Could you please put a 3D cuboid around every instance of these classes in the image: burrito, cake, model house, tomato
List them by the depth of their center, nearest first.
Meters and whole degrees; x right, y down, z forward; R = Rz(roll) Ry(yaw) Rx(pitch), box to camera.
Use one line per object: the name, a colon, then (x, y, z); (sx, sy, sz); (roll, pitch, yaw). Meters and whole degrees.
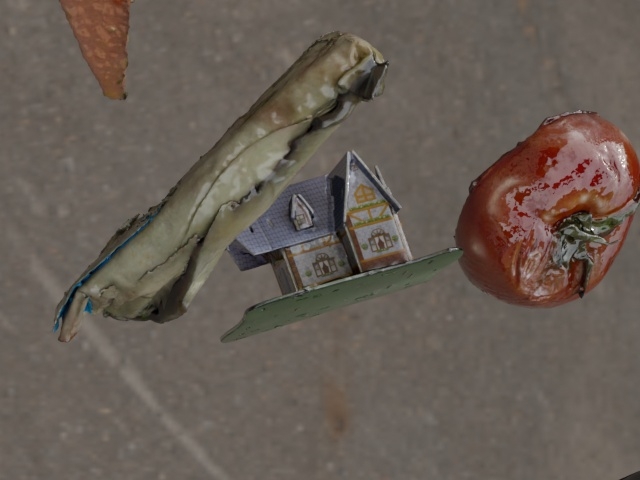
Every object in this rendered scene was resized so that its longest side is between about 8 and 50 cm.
burrito: (-0.038, -0.018, 0.664); (0.042, 0.171, 0.051); (44, 14, 4)
cake: (-0.148, -0.200, 1.016); (0.225, 0.090, 0.109); (97, -10, -46)
model house: (0.000, 0.000, 1.159); (0.167, 0.117, 0.088); (-16, 79, -17)
tomato: (0.240, -0.013, 1.690); (0.228, 0.101, 0.228); (-23, 139, -23)

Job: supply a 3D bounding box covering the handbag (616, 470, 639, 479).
handbag: (0.179, 0.252, 0.919); (0.275, 0.302, 0.178); (-21, 97, -3)
